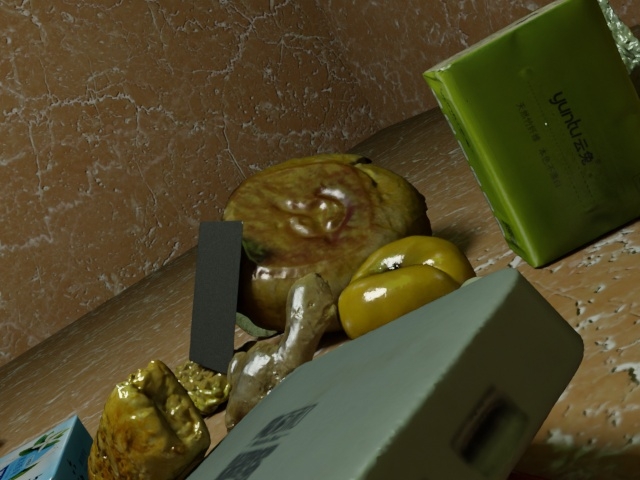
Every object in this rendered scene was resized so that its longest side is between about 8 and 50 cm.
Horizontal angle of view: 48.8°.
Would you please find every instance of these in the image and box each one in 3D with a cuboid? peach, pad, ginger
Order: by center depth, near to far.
[{"bbox_3d":[-0.052,0.136,0.857,0.132,0.059,0.214,-7,60,39],"label":"ginger"},{"bbox_3d":[0.106,0.065,0.865,0.179,0.103,0.179,-22,20,9],"label":"peach"},{"bbox_3d":[-0.151,0.077,1.010,0.003,0.212,0.142,6,-2,-35],"label":"pad"}]

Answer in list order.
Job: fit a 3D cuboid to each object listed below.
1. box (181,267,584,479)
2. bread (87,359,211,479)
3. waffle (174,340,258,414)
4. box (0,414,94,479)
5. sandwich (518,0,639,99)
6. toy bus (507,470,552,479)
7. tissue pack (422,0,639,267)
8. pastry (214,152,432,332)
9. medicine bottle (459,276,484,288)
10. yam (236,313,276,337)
[{"bbox_3d":[-0.034,0.192,0.472,0.373,0.090,0.367,-40,2,-33],"label":"box"},{"bbox_3d":[-0.177,0.213,0.699,0.083,0.114,0.211,-19,-29,-37],"label":"bread"},{"bbox_3d":[-0.167,0.206,1.053,0.149,0.051,0.194,-37,14,-28],"label":"waffle"},{"bbox_3d":[-0.376,0.332,0.922,0.142,0.083,0.232,-29,9,-8],"label":"box"},{"bbox_3d":[0.427,-0.261,1.140,0.131,0.262,0.325,-32,9,11],"label":"sandwich"},{"bbox_3d":[0.142,0.169,0.341,0.079,0.077,0.174,-34,11,-26],"label":"toy bus"},{"bbox_3d":[0.284,-0.140,0.896,0.200,0.275,0.167,-28,11,5],"label":"tissue pack"},{"bbox_3d":[0.000,0.000,1.090,0.355,0.164,0.356,-5,42,4],"label":"pastry"},{"bbox_3d":[0.140,0.109,0.686,0.059,0.059,0.231,-23,12,29],"label":"medicine bottle"},{"bbox_3d":[-0.073,0.084,1.250,0.107,0.107,0.194,-23,11,30],"label":"yam"}]
